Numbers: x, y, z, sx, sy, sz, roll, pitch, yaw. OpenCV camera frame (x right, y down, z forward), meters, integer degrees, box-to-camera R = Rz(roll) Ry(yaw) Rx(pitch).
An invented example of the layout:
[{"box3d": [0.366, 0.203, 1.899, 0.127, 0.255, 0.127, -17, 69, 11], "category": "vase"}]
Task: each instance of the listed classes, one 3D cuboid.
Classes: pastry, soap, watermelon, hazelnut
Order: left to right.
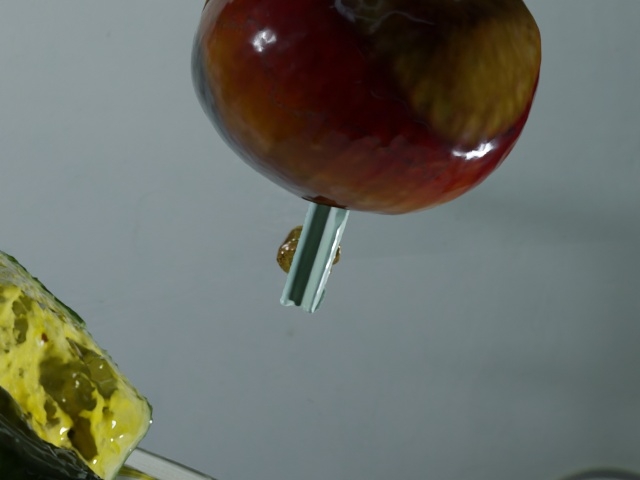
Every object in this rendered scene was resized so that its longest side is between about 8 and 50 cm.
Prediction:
[{"box3d": [-0.237, 0.099, 0.678, 0.331, 0.331, 0.189, 41, 85, -13], "category": "watermelon"}, {"box3d": [-0.020, 0.023, 1.947, 0.097, 0.109, 0.057, 61, 39, -38], "category": "pastry"}, {"box3d": [0.000, 0.000, 1.810, 0.063, 0.114, 0.198, 18, 114, 3], "category": "soap"}, {"box3d": [0.060, -0.206, 1.489, 0.429, 0.402, 0.402, 20, 81, -29], "category": "hazelnut"}]

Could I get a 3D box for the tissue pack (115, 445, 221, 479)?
[{"box3d": [-0.135, 0.230, 0.949, 0.148, 0.106, 0.099, 29, 63, -26], "category": "tissue pack"}]
